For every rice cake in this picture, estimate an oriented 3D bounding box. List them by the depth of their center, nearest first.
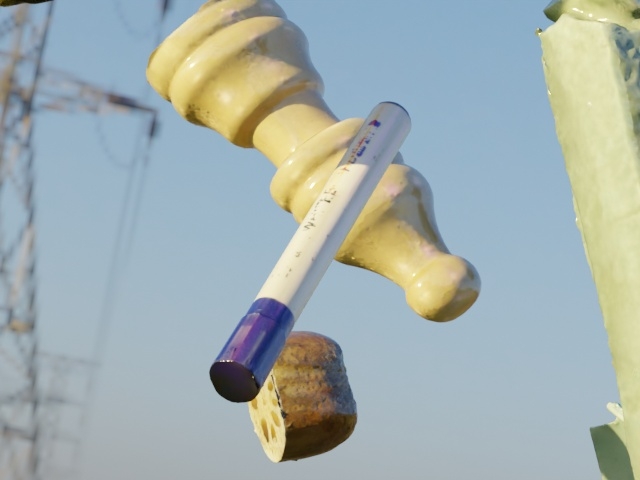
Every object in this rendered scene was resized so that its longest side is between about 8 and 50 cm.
[{"bbox_3d":[0.181,0.017,1.056,0.063,0.336,0.066,-9,-6,-39],"label":"rice cake"}]

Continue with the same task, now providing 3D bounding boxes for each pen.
[{"bbox_3d":[0.000,0.000,1.212,0.033,0.269,0.033,15,-46,17],"label":"pen"}]

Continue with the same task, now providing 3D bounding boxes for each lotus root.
[{"bbox_3d":[-0.025,0.140,1.796,0.081,0.122,0.112,-12,-9,-25],"label":"lotus root"}]

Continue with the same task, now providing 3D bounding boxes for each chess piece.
[{"bbox_3d":[0.008,-0.055,1.557,0.307,0.124,0.139,48,-1,16],"label":"chess piece"}]

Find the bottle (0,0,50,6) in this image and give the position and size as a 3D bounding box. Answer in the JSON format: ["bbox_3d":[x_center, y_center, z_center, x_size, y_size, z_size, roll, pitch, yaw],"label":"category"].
[{"bbox_3d":[-0.189,-0.272,1.061,0.171,0.171,0.351,8,-29,9],"label":"bottle"}]

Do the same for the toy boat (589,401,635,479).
[{"bbox_3d":[0.257,0.183,1.173,0.070,0.291,0.210,-29,-31,-15],"label":"toy boat"}]
